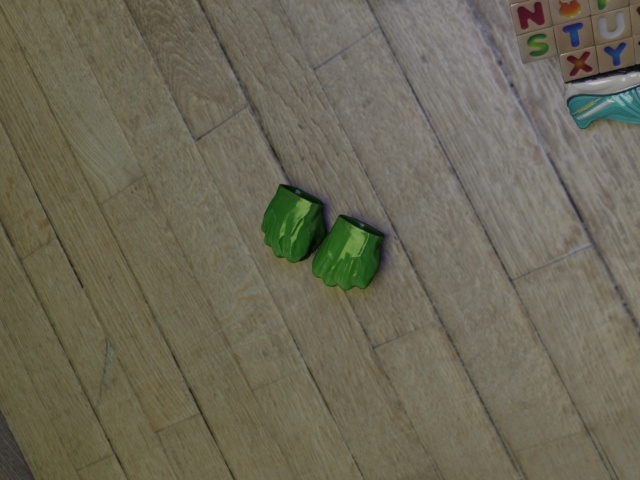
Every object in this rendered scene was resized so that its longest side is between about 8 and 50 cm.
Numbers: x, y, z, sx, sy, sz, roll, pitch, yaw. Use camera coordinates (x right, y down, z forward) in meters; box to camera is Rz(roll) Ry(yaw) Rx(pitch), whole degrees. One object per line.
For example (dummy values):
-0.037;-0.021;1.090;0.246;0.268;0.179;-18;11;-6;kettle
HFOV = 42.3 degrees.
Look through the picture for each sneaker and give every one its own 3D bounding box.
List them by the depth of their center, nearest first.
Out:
0.545;-0.247;1.363;0.275;0.107;0.109;-4;119;33;sneaker

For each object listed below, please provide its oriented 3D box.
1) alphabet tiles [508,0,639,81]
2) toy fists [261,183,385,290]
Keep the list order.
0.422;-0.390;1.225;0.285;0.011;0.342;-11;135;17;alphabet tiles
0.000;0.000;1.696;0.279;0.096;0.142;29;103;21;toy fists
